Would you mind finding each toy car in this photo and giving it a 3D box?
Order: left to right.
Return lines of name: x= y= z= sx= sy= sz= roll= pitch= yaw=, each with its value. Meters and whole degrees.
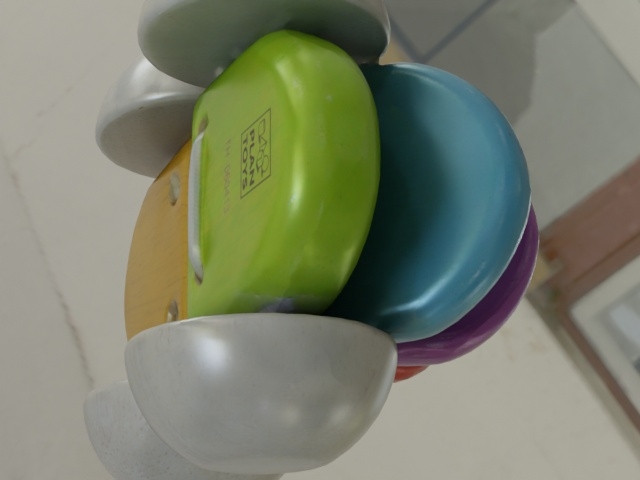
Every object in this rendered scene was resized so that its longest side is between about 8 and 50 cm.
toy car: x=0.000 y=0.000 z=0.423 sx=0.136 sy=0.182 sz=0.159 roll=6 pitch=-110 yaw=-17
